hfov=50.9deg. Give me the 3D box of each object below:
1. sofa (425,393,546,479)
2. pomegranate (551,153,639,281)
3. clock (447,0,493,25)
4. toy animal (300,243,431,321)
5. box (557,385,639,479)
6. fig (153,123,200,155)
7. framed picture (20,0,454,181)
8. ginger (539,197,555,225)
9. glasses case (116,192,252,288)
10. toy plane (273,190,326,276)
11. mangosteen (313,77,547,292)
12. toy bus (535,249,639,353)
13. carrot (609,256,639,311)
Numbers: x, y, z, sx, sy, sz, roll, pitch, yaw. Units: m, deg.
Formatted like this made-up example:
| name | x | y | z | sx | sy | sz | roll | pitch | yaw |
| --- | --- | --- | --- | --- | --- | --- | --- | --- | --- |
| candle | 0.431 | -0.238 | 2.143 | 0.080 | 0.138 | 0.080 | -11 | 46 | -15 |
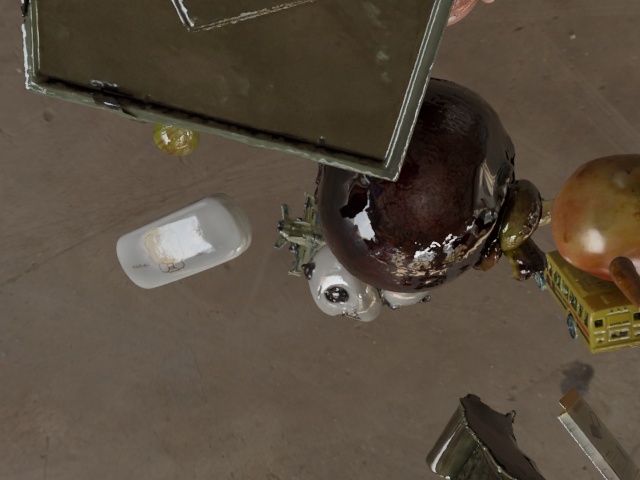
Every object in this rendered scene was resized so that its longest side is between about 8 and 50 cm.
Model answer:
| name | x | y | z | sx | sy | sz | roll | pitch | yaw |
| --- | --- | --- | --- | --- | --- | --- | --- | --- | --- |
| sofa | 0.298 | 0.439 | 1.253 | 0.182 | 0.258 | 0.200 | 19 | 111 | -21 |
| pomegranate | 0.540 | -0.037 | 1.223 | 0.252 | 0.270 | 0.228 | -7 | 88 | -17 |
| clock | 0.301 | -0.672 | 1.741 | 0.142 | 0.241 | 0.227 | 7 | 66 | -47 |
| toy animal | 0.092 | 0.067 | 1.326 | 0.235 | 0.165 | 0.187 | -20 | 139 | 2 |
| box | 0.637 | 0.461 | 1.548 | 0.033 | 0.129 | 0.247 | -46 | 70 | 31 |
| fig | -0.268 | -0.206 | 1.241 | 0.094 | 0.166 | 0.093 | 0 | 88 | -8 |
| framed picture | -0.057 | -0.156 | 0.432 | 0.281 | 0.019 | 0.208 | 14 | 125 | -3 |
| ginger | 0.575 | -0.090 | 1.823 | 0.295 | 0.086 | 0.131 | -16 | 101 | 30 |
| glasses case | -0.158 | 0.003 | 0.763 | 0.194 | 0.049 | 0.074 | -19 | 102 | 33 |
| toy plane | -0.009 | -0.001 | 1.545 | 0.262 | 0.088 | 0.192 | 23 | 76 | -52 |
| mangosteen | 0.138 | -0.072 | 0.883 | 0.294 | 0.297 | 0.296 | 2 | 96 | 28 |
| toy bus | 0.543 | 0.100 | 1.380 | 0.121 | 0.335 | 0.122 | -13 | 115 | 4 |
| carrot | 0.368 | 0.051 | 0.796 | 0.032 | 0.093 | 0.032 | 0 | 123 | 0 |
